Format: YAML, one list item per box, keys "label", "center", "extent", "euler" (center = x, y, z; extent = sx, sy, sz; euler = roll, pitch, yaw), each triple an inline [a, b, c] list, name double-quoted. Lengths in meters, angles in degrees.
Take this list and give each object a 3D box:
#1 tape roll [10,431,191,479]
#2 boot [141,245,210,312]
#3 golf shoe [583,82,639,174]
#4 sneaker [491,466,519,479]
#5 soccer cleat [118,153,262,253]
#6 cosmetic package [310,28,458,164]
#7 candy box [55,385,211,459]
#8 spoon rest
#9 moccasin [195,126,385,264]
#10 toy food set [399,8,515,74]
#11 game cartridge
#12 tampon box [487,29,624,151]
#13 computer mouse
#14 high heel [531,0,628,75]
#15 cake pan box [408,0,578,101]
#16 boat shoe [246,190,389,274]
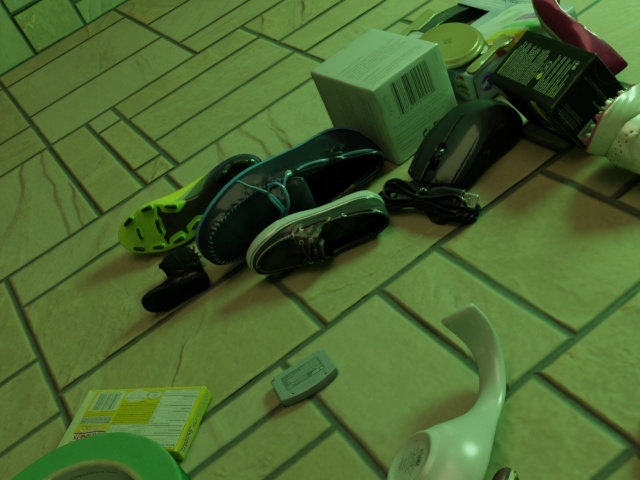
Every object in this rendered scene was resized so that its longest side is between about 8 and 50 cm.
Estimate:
- label: "tape roll"
  center: [-0.282, 0.372, 0.941]
  extent: [0.321, 0.077, 0.321]
  euler: [-17, 35, 13]
- label: "boot"
  center: [-0.241, 0.060, 1.343]
  extent: [0.121, 0.045, 0.099]
  euler: [-26, 36, -11]
- label: "golf shoe"
  center: [0.504, -0.180, 1.141]
  extent: [0.306, 0.115, 0.140]
  euler: [-36, 62, -20]
- label: "sneaker"
  center: [0.140, 0.292, 0.778]
  extent: [0.084, 0.069, 0.185]
  euler: [-3, 40, 30]
- label: "soccer cleat"
  center: [-0.222, -0.060, 1.472]
  extent: [0.289, 0.093, 0.121]
  euler: [-29, 4, 4]
- label: "cosmetic package"
  center: [0.111, -0.252, 1.422]
  extent: [0.151, 0.151, 0.184]
  euler: [-37, 37, -16]
- label: "candy box"
  center: [-0.254, 0.248, 1.125]
  extent: [0.206, 0.027, 0.105]
  euler: [-7, 42, 27]
- label: "spoon rest"
  center: [0.142, 0.199, 0.879]
  extent: [0.137, 0.084, 0.276]
  euler: [-38, 22, 50]
- label: "moccasin"
  center: [-0.044, -0.078, 1.316]
  extent: [0.342, 0.137, 0.117]
  euler: [-40, 42, -17]
- label: "toy food set"
  center: [0.228, -0.335, 1.444]
  extent: [0.132, 0.038, 0.192]
  euler: [-43, 51, -20]
- label: "game cartridge"
  center: [-0.020, 0.179, 1.073]
  extent: [0.083, 0.017, 0.056]
  euler: [-31, 31, -6]
- label: "tampon box"
  center: [0.354, -0.223, 1.233]
  extent: [0.101, 0.120, 0.161]
  euler: [-52, 34, 6]
- label: "computer mouse"
  center: [0.216, -0.144, 1.286]
  extent: [0.189, 0.072, 0.272]
  euler: [13, 51, 44]
- label: "high heel"
  center: [0.416, -0.366, 1.353]
  extent: [0.117, 0.082, 0.244]
  euler: [-16, 69, 26]
- label: "cake pan box"
  center: [0.296, -0.366, 1.527]
  extent: [0.246, 0.070, 0.267]
  euler: [-33, 36, -13]
- label: "boat shoe"
  center: [0.000, 0.000, 1.244]
  extent: [0.229, 0.080, 0.076]
  euler: [-22, 33, -6]
